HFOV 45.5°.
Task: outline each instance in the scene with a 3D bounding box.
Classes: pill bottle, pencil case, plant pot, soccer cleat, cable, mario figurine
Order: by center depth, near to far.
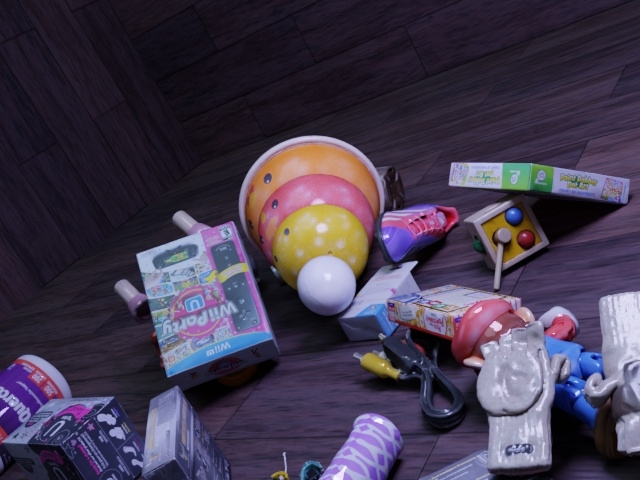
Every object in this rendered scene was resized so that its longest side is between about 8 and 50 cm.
[{"bbox_3d":[0.314,0.189,1.048,0.198,0.170,0.320,2,13,-32],"label":"mario figurine"},{"bbox_3d":[0.038,0.327,1.051,0.088,0.086,0.206,-5,25,36],"label":"pencil case"},{"bbox_3d":[0.172,0.222,1.252,0.140,0.072,0.287,-17,27,-19],"label":"cable"},{"bbox_3d":[0.208,-0.027,1.647,0.116,0.108,0.318,-16,3,25],"label":"soccer cleat"},{"bbox_3d":[-0.765,0.434,1.822,0.182,0.181,0.323,-12,25,41],"label":"pill bottle"},{"bbox_3d":[0.128,-0.125,2.055,0.165,0.167,0.167,-9,25,28],"label":"plant pot"}]

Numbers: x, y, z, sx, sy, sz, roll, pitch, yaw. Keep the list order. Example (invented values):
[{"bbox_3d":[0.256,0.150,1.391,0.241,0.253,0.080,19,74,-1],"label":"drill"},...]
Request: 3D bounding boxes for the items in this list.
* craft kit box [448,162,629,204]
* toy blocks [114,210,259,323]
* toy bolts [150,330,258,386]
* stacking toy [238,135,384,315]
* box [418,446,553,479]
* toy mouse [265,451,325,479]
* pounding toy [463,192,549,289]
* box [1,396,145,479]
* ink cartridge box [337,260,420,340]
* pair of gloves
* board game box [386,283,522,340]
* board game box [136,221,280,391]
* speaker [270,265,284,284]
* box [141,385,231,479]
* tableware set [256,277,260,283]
[{"bbox_3d":[0.426,-0.114,1.513,0.247,0.060,0.250,2,5,-26],"label":"craft kit box"},{"bbox_3d":[-0.275,0.137,1.875,0.260,0.309,0.288,35,84,37],"label":"toy blocks"},{"bbox_3d":[-0.237,0.257,1.676,0.229,0.158,0.218,-20,58,-4],"label":"toy bolts"},{"bbox_3d":[0.000,0.000,1.657,0.351,0.350,0.480,-27,25,7],"label":"stacking toy"},{"bbox_3d":[0.138,0.365,0.840,0.307,0.076,0.242,-28,18,3],"label":"box"},{"bbox_3d":[-0.032,0.378,1.126,0.143,0.031,0.161,-15,23,37],"label":"toy mouse"},{"bbox_3d":[0.347,0.001,1.448,0.141,0.130,0.100,-30,6,-3],"label":"pounding toy"},{"bbox_3d":[-0.477,0.409,1.489,0.247,0.163,0.142,-12,23,42],"label":"box"},{"bbox_3d":[0.128,0.120,1.528,0.104,0.061,0.181,-11,26,45],"label":"ink cartridge box"},{"bbox_3d":[0.303,0.168,0.891,0.240,0.042,0.204,-19,43,21],"label":"pair of gloves"},{"bbox_3d":[0.228,0.120,1.323,0.147,0.045,0.193,-10,9,-26],"label":"board game box"},{"bbox_3d":[-0.237,0.133,1.602,0.224,0.097,0.303,-20,59,-5],"label":"board game box"},{"bbox_3d":[-0.059,0.058,1.986,0.136,0.055,0.055,-30,18,-3],"label":"speaker"},{"bbox_3d":[-0.202,0.358,1.191,0.056,0.183,0.231,-29,19,0],"label":"box"},{"bbox_3d":[-0.239,0.148,2.067,0.169,0.020,0.141,-23,19,16],"label":"tableware set"}]
